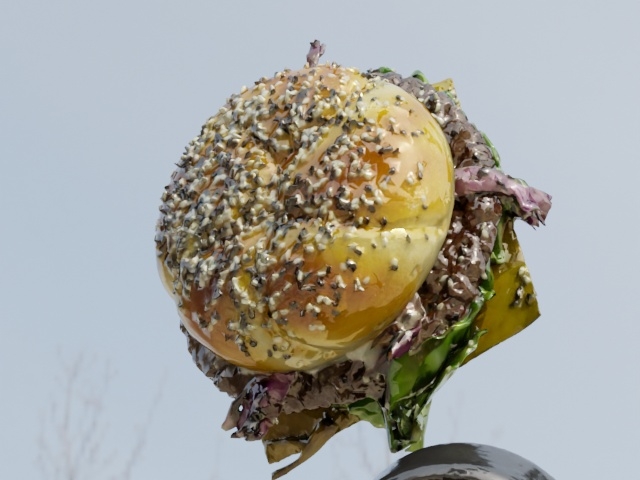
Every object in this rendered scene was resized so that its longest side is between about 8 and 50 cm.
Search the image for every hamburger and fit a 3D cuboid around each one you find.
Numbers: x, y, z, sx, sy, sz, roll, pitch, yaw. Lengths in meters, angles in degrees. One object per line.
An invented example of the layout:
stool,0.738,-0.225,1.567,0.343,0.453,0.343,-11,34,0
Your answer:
hamburger,0.003,0.001,0.702,0.164,0.189,0.093,-42,-40,10

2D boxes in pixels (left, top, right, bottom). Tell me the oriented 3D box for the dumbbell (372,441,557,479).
dumbbell,0.029,0.139,0.548,0.100,0.100,0.191,-16,5,20
